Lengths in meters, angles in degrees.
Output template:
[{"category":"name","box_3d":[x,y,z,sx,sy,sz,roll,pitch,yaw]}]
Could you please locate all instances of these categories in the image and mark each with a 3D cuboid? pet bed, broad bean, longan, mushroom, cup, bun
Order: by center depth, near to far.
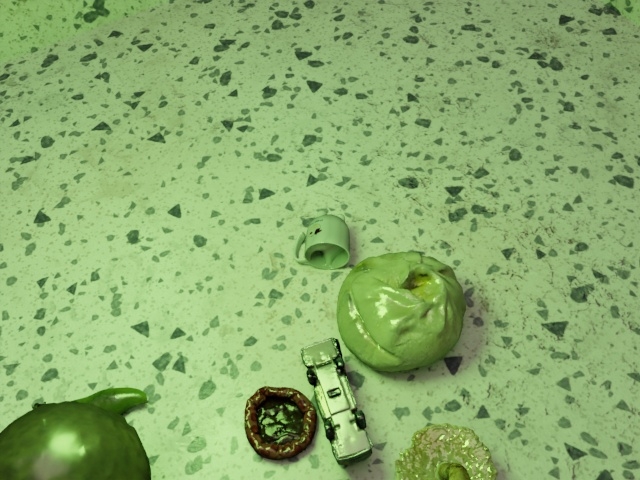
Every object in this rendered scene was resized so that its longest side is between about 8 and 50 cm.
[{"category":"longan","box_3d":[-0.570,0.547,1.511,0.390,0.391,0.391,-2,53,3]},{"category":"mushroom","box_3d":[0.320,0.527,1.534,0.207,0.301,0.233,25,68,-18]},{"category":"pet bed","box_3d":[-0.104,0.465,1.742,0.201,0.053,0.201,-1,59,1]},{"category":"broad bean","box_3d":[-0.615,0.437,1.790,0.324,0.067,0.075,-5,45,-2]},{"category":"bun","box_3d":[0.215,0.171,1.834,0.364,0.219,0.365,-3,50,4]},{"category":"cup","box_3d":[0.012,0.002,2.046,0.134,0.173,0.142,20,49,-20]}]

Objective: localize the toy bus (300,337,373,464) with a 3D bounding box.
[{"category":"toy bus","box_3d":[0.043,0.413,1.721,0.112,0.138,0.317,-17,55,-2]}]
